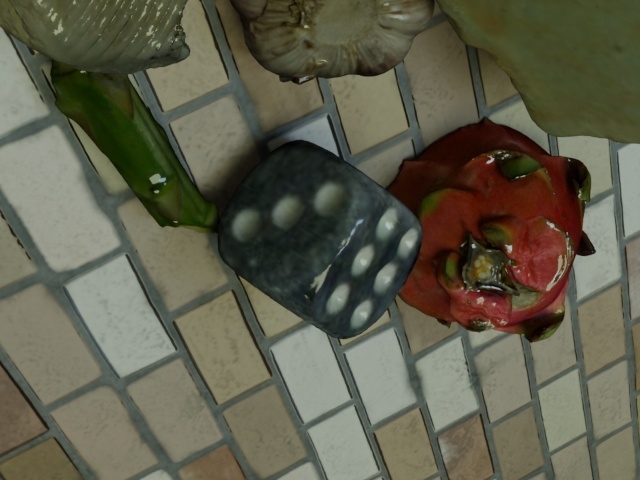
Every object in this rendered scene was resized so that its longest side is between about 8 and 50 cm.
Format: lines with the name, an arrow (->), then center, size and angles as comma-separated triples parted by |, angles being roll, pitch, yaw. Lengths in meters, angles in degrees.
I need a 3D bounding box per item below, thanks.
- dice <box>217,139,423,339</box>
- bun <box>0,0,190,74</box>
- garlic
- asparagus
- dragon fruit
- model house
dice -> 0.000, 0.000, 1.167 | 0.182, 0.183, 0.181 | -56, 144, -1
bun -> -0.201, -0.296, 0.866 | 0.282, 0.205, 0.281 | -21, 138, -20
garlic -> 0.008, -0.286, 1.021 | 0.245, 0.160, 0.245 | -9, 143, -7
asparagus -> -0.204, -0.105, 1.083 | 0.085, 0.082, 0.343 | -58, 141, -31
dragon fruit -> 0.241, 0.009, 1.300 | 0.306, 0.226, 0.305 | -13, 124, -20
model house -> 0.333, -0.329, 1.005 | 0.382, 0.335, 0.342 | 43, 61, -53
